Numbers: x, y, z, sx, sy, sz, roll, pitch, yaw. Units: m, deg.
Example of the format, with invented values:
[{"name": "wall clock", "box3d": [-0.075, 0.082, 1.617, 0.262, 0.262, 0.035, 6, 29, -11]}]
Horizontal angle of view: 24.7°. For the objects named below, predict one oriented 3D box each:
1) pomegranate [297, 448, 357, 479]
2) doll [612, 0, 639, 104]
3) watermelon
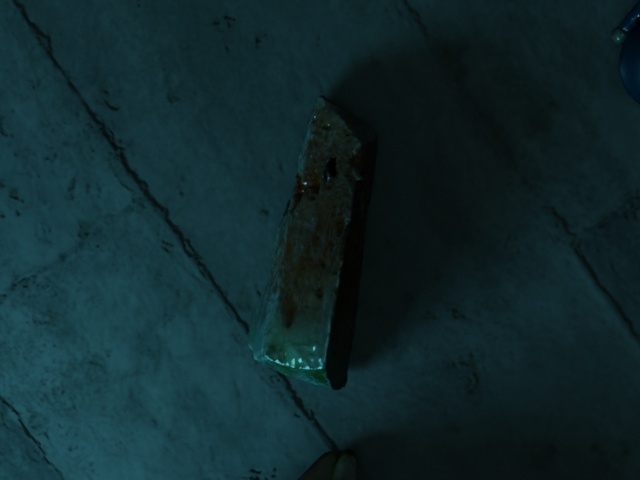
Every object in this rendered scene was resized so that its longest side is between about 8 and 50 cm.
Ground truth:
[{"name": "pomegranate", "box3d": [-0.019, 0.293, 1.250, 0.214, 0.214, 0.247, 15, 68, 1]}, {"name": "doll", "box3d": [0.288, -0.167, 1.191, 0.114, 0.086, 0.151, 0, 90, 47]}, {"name": "watermelon", "box3d": [0.000, 0.000, 1.224, 0.095, 0.154, 0.241, 12, 87, 1]}]
